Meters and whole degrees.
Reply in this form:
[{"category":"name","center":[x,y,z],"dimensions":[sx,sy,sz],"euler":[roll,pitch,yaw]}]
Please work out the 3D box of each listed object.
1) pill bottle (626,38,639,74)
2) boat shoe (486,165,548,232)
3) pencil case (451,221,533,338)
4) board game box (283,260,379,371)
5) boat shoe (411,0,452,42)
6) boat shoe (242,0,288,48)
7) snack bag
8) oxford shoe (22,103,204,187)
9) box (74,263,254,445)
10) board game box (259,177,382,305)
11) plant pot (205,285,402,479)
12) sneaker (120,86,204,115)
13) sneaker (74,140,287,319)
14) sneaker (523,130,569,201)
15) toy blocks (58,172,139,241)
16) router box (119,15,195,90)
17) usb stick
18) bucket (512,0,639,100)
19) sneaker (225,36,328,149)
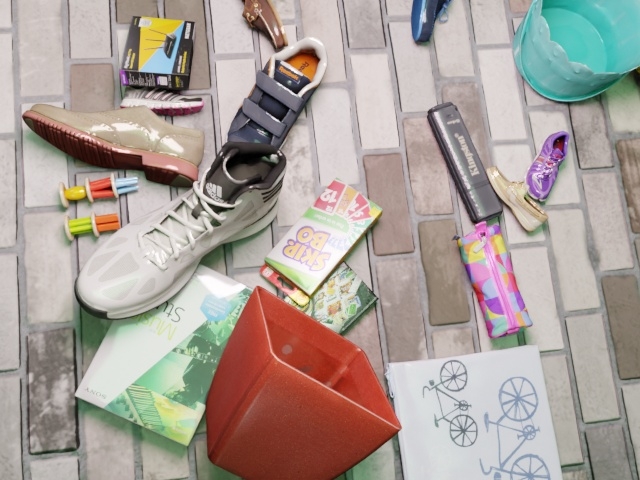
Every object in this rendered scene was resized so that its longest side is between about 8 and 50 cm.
[{"category":"pill bottle","center":[0.825,-0.386,1.467],"dimensions":[0.136,0.136,0.246],"euler":[-38,86,-13]},{"category":"boat shoe","center":[0.426,-0.100,1.384],"dimensions":[0.059,0.063,0.170],"euler":[-37,94,30]},{"category":"pencil case","center":[0.357,0.082,1.329],"dimensions":[0.104,0.104,0.237],"euler":[-17,82,-11]},{"category":"board game box","center":[-0.019,0.157,1.297],"dimensions":[0.259,0.030,0.136],"euler":[-42,89,-13]},{"category":"boat shoe","center":[0.264,-0.564,1.442],"dimensions":[0.088,0.109,0.259],"euler":[12,79,-9]},{"category":"boat shoe","center":[-0.137,-0.498,1.392],"dimensions":[0.073,0.073,0.207],"euler":[-23,76,-10]},{"category":"snack bag","center":[0.310,0.390,1.292],"dimensions":[0.342,0.037,0.323],"euler":[-5,79,-9]},{"category":"oxford shoe","center":[-0.401,-0.214,1.279],"dimensions":[0.348,0.123,0.130],"euler":[18,72,-14]},{"category":"box","center":[-0.287,0.197,1.236],"dimensions":[0.232,0.058,0.322],"euler":[24,77,-2]},{"category":"board game box","center":[0.000,0.000,1.312],"dimensions":[0.124,0.039,0.259],"euler":[36,77,16]},{"category":"plant pot","center":[-0.062,0.283,1.129],"dimensions":[0.267,0.267,0.236],"euler":[34,101,-21]},{"category":"sneaker","center":[-0.326,-0.301,1.327],"dimensions":[0.170,0.063,0.075],"euler":[0,85,-3]},{"category":"sneaker","center":[-0.243,-0.049,1.144],"dimensions":[0.447,0.257,0.169],"euler":[-36,78,-27]},{"category":"sneaker","center":[0.500,-0.169,1.412],"dimensions":[0.068,0.071,0.170],"euler":[22,77,-3]},{"category":"toy blocks","center":[-0.430,-0.069,1.271],"dimensions":[0.148,0.054,0.123],"euler":[-11,80,-10]},{"category":"router box","center":[-0.330,-0.385,1.317],"dimensions":[0.133,0.046,0.179],"euler":[2,52,-7]},{"category":"usb stick","center":[0.313,-0.169,1.399],"dimensions":[0.077,0.045,0.278],"euler":[-20,82,-11]},{"category":"bucket","center":[0.574,-0.453,1.422],"dimensions":[0.280,0.183,0.282],"euler":[1,78,-7]},{"category":"sneaker","center":[-0.094,-0.289,1.327],"dimensions":[0.126,0.127,0.321],"euler":[31,78,-3]}]
